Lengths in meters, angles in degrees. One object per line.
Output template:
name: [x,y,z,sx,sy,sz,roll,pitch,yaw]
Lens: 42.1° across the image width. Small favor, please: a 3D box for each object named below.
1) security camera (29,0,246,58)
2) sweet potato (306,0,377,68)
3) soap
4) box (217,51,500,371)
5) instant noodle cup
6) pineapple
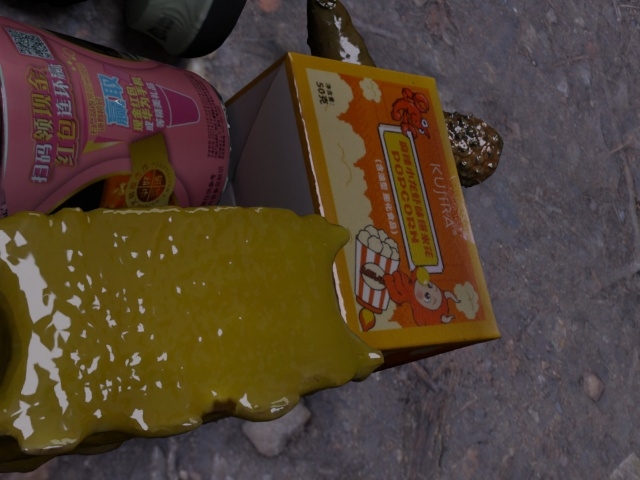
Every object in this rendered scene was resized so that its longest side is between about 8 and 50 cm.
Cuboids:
security camera: [-0.219,-0.320,0.871,0.277,0.197,0.191,16,72,-26]
sweet potato: [0.068,-0.117,1.036,0.131,0.131,0.422,-23,93,-41]
soap: [-0.164,0.092,0.649,0.294,0.335,0.156,-6,76,-37]
box: [0.000,0.000,0.859,0.214,0.260,0.283,-1,73,-41]
instant noodle cup: [-0.225,-0.090,0.758,0.255,0.244,0.243,-1,73,-45]
pineapple: [0.152,-0.140,1.141,0.198,0.108,0.108,16,63,-26]
